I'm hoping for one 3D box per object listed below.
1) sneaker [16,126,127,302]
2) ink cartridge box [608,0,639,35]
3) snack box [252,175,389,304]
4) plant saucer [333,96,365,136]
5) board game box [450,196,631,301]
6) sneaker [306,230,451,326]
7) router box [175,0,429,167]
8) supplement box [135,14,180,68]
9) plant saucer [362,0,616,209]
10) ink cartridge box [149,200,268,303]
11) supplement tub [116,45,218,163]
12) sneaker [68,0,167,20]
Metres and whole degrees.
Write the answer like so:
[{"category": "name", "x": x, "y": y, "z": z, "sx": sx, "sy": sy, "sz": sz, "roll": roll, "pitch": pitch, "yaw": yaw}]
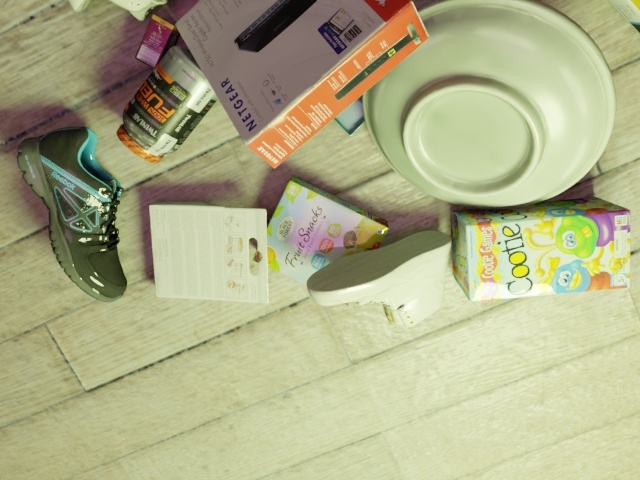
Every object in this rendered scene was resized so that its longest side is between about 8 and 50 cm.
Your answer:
[{"category": "sneaker", "x": -0.433, "y": -0.045, "z": 1.067, "sx": 0.139, "sy": 0.125, "sz": 0.341, "roll": -20, "pitch": 105, "yaw": 2}, {"category": "ink cartridge box", "x": 0.587, "y": -0.502, "z": 0.907, "sx": 0.303, "sy": 0.072, "sz": 0.307, "roll": 32, "pitch": 105, "yaw": -21}, {"category": "snack box", "x": 0.000, "y": 0.000, "z": 1.089, "sx": 0.207, "sy": 0.070, "sz": 0.175, "roll": 25, "pitch": 105, "yaw": -3}, {"category": "plant saucer", "x": 0.010, "y": -0.282, "z": 1.045, "sx": 0.192, "sy": 0.018, "sz": 0.067, "roll": 44, "pitch": 102, "yaw": -9}, {"category": "board game box", "x": 0.391, "y": 0.012, "z": 1.038, "sx": 0.275, "sy": 0.144, "sz": 0.142, "roll": -6, "pitch": 103, "yaw": 3}, {"category": "sneaker", "x": 0.117, "y": 0.102, "z": 1.041, "sx": 0.292, "sy": 0.108, "sz": 0.169, "roll": -17, "pitch": 121, "yaw": -22}, {"category": "router box", "x": -0.046, "y": -0.331, "z": 0.898, "sx": 0.301, "sy": 0.082, "sz": 0.335, "roll": -39, "pitch": 57, "yaw": 10}, {"category": "supplement box", "x": -0.289, "y": -0.353, "z": 1.019, "sx": 0.043, "sy": 0.055, "sz": 0.083, "roll": 28, "pitch": 104, "yaw": -5}, {"category": "plant saucer", "x": 0.246, "y": -0.180, "z": 0.907, "sx": 0.400, "sy": 0.101, "sz": 0.400, "roll": 16, "pitch": 139, "yaw": 14}, {"category": "ink cartridge box", "x": -0.209, "y": 0.022, "z": 1.096, "sx": 0.232, "sy": 0.066, "sz": 0.189, "roll": 1, "pitch": 103, "yaw": 6}, {"category": "supplement tub", "x": -0.270, "y": -0.238, "z": 1.015, "sx": 0.117, "sy": 0.117, "sz": 0.190, "roll": 40, "pitch": 102, "yaw": -8}, {"category": "sneaker", "x": -0.284, "y": -0.460, "z": 0.973, "sx": 0.330, "sy": 0.122, "sz": 0.146, "roll": -5, "pitch": 122, "yaw": 2}]
